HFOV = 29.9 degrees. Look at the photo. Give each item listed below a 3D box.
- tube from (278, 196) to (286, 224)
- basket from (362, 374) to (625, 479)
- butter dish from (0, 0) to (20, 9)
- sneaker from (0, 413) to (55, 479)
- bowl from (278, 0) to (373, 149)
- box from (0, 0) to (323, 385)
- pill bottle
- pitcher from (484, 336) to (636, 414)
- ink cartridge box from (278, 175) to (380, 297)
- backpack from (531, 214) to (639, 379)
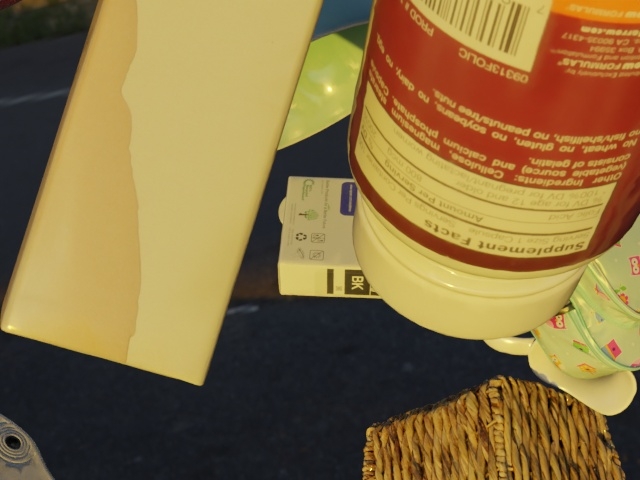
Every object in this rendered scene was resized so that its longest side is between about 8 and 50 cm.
[{"bbox_3d":[0.000,0.000,1.792,0.062,0.240,0.070,31,78,25],"label":"tube"},{"bbox_3d":[0.189,0.321,1.262,0.213,0.299,0.223,19,-34,-33],"label":"basket"},{"bbox_3d":[-0.265,-0.256,0.898,0.118,0.160,0.160,29,28,2],"label":"butter dish"},{"bbox_3d":[-0.337,0.293,1.304,0.121,0.217,0.079,-48,-8,33],"label":"sneaker"},{"bbox_3d":[-0.050,-0.237,1.411,0.311,0.163,0.311,-26,-13,-7],"label":"bowl"},{"bbox_3d":[-0.091,-0.083,0.733,0.121,0.311,0.148,17,-3,-14],"label":"box"},{"bbox_3d":[0.139,-0.114,0.814,0.224,0.392,0.224,4,53,-5],"label":"pill bottle"},{"bbox_3d":[0.281,0.076,1.299,0.178,0.125,0.207,22,40,17],"label":"pitcher"},{"bbox_3d":[0.118,-0.002,1.490,0.333,0.065,0.165,2,43,4],"label":"ink cartridge box"},{"bbox_3d":[0.260,0.031,1.108,0.166,0.188,0.144,-36,12,-35],"label":"backpack"}]
